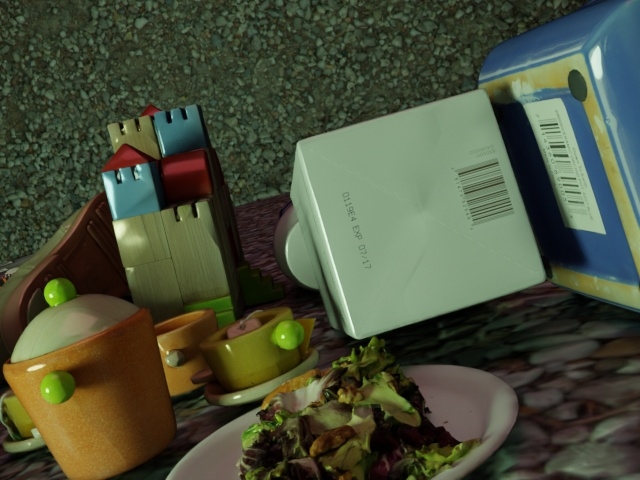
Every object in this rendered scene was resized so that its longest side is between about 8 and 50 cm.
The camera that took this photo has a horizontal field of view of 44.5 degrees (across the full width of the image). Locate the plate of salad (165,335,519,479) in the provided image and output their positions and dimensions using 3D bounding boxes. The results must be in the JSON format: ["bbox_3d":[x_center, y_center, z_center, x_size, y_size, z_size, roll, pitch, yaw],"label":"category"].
[{"bbox_3d":[0.006,0.099,0.426,0.200,0.048,0.200,-15,8,2],"label":"plate of salad"}]

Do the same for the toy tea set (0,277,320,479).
[{"bbox_3d":[-0.162,0.075,0.605,0.200,0.124,0.336,-25,8,-35],"label":"toy tea set"}]

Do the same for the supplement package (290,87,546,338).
[{"bbox_3d":[0.058,-0.010,0.620,0.134,0.139,0.244,-16,-3,-4],"label":"supplement package"}]

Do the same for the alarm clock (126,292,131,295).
[{"bbox_3d":[-0.248,0.060,1.197,0.129,0.064,0.192,-20,12,-26],"label":"alarm clock"}]

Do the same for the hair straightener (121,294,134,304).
[{"bbox_3d":[-0.315,0.086,1.116,0.230,0.047,0.089,-4,14,30],"label":"hair straightener"}]

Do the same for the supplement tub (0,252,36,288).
[{"bbox_3d":[-0.512,0.100,1.232,0.190,0.117,0.117,-23,10,-37],"label":"supplement tub"}]

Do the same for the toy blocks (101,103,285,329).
[{"bbox_3d":[-0.162,-0.036,0.902,0.190,0.261,0.381,-13,9,-1],"label":"toy blocks"}]

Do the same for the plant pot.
[{"bbox_3d":[0.250,-0.076,0.521,0.212,0.236,0.236,-22,9,-6],"label":"plant pot"}]

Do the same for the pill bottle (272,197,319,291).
[{"bbox_3d":[0.000,0.000,0.910,0.112,0.112,0.187,-16,8,0],"label":"pill bottle"}]

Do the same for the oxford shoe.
[{"bbox_3d":[-0.323,0.041,1.015,0.146,0.140,0.397,-22,16,22],"label":"oxford shoe"}]
